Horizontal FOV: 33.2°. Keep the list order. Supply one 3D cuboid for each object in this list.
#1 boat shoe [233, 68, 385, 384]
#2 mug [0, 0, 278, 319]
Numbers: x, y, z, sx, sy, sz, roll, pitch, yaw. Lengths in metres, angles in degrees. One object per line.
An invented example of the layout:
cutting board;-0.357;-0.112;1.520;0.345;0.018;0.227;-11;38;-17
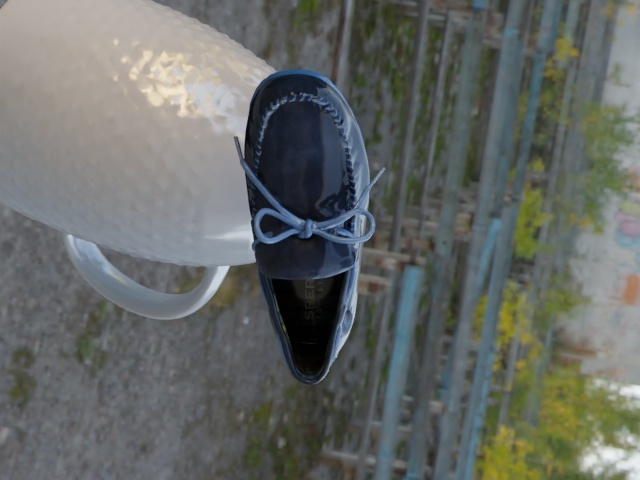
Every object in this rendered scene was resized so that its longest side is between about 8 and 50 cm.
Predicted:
boat shoe;0.000;0.000;0.794;0.089;0.109;0.258;-90;171;-51
mug;-0.191;-0.076;1.214;0.276;0.328;0.374;-50;159;-56
